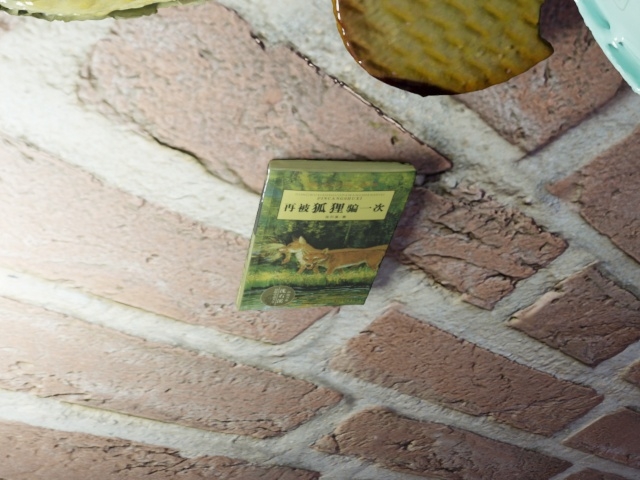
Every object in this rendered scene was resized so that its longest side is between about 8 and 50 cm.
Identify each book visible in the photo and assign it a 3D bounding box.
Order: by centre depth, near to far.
[{"bbox_3d":[0.000,0.000,0.866,0.160,0.024,0.228,-1,140,-18],"label":"book"}]

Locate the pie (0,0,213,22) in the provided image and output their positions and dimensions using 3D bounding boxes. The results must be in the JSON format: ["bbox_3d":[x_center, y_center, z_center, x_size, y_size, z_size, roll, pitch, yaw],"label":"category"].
[{"bbox_3d":[-0.083,-0.189,0.463,0.274,0.055,0.274,-13,-179,0],"label":"pie"}]

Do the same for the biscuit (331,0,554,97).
[{"bbox_3d":[0.101,-0.200,0.659,0.176,0.031,0.228,-29,140,11],"label":"biscuit"}]

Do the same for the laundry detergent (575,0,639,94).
[{"bbox_3d":[0.307,-0.261,0.461,0.305,0.287,0.287,-25,142,8],"label":"laundry detergent"}]
